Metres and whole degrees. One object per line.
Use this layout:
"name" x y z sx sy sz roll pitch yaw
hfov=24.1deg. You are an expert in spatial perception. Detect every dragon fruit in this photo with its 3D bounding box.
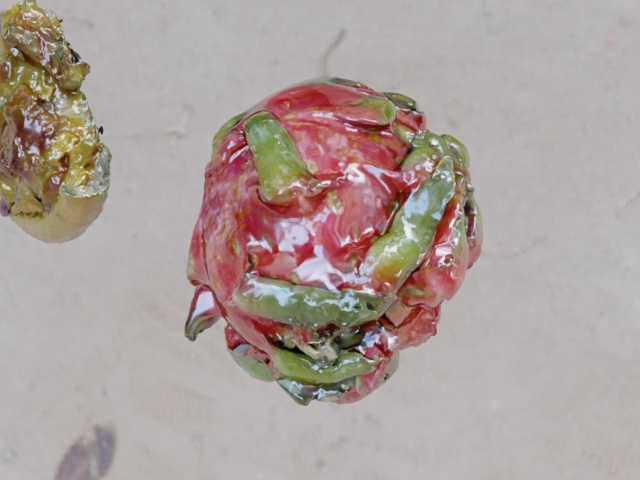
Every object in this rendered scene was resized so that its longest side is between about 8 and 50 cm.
"dragon fruit" 0.012 0.000 1.222 0.237 0.231 0.303 5 31 -6

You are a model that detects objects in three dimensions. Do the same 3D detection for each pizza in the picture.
"pizza" -0.267 -0.109 1.368 0.081 0.289 0.229 -7 102 -24
